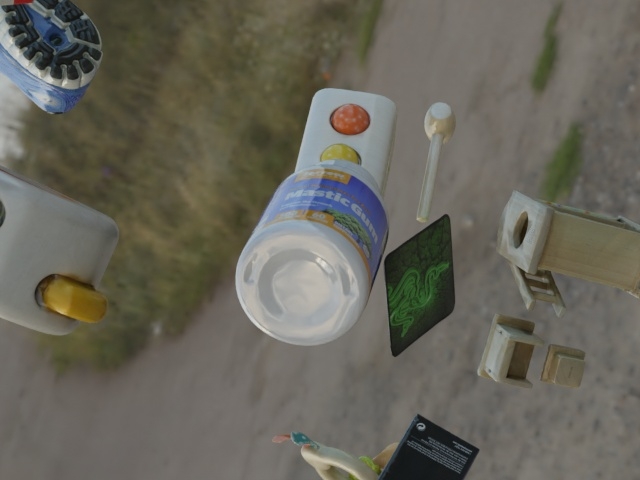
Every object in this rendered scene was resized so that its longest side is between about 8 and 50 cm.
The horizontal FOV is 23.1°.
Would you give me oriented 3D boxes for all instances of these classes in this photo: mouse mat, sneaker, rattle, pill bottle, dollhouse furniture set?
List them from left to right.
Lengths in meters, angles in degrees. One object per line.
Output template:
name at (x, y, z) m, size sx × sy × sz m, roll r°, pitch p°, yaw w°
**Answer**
sneaker at (-0.394, -0.280, 1.894) m, size 0.330 × 0.130 × 0.147 m, roll 53°, pitch 148°, yaw 16°
pill bottle at (0.000, 0.000, 1.843) m, size 0.272 × 0.152 × 0.152 m, roll -68°, pitch -1°, yaw -64°
rattle at (0.039, 0.337, 2.614) m, size 0.142 × 0.200 × 0.130 m, roll -53°, pitch 1°, yaw -11°
mouse mat at (0.141, 0.061, 2.183) m, size 0.190 × 0.007 × 0.152 m, roll -32°, pitch -57°, yaw -50°
dollhouse furniture set at (0.240, 0.059, 1.366) m, size 0.101 × 0.182 × 0.160 m, roll -133°, pitch 58°, yaw -74°

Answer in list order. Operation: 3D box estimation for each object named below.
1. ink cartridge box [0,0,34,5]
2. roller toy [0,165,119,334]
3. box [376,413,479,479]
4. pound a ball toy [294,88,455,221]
ink cartridge box at (-0.350, -0.253, 1.404) m, size 0.134 × 0.231 × 0.078 m, roll 18°, pitch 112°, yaw 40°
roller toy at (-0.315, 0.011, 1.608) m, size 0.146 × 0.209 × 0.191 m, roll -65°, pitch 16°, yaw 0°
box at (0.097, 0.382, 2.052) m, size 0.184 × 0.103 × 0.261 m, roll -51°, pitch -14°, yaw -40°
pound a ball toy at (0.070, -0.095, 2.205) m, size 0.135 × 0.208 × 0.319 m, roll 90°, pitch -169°, yaw -53°
